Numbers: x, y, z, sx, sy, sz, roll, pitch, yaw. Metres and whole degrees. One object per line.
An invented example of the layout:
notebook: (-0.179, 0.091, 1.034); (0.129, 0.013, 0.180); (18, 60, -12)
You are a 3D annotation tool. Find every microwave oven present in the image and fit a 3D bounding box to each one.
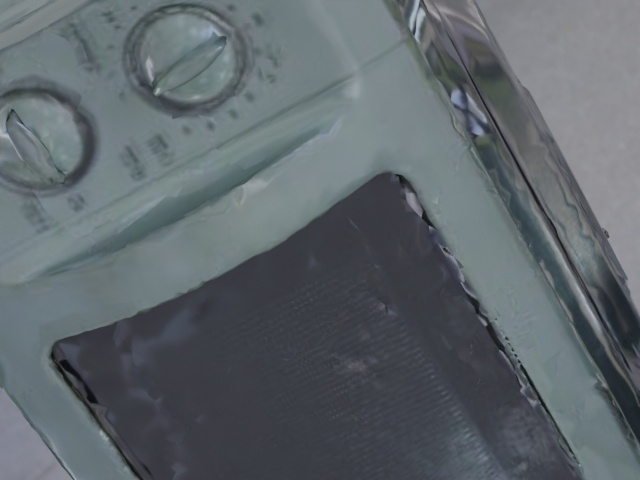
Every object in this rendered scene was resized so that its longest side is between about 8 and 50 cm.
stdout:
microwave oven: (0.000, 0.000, 0.601); (0.181, 0.295, 0.237); (-27, 26, 11)
